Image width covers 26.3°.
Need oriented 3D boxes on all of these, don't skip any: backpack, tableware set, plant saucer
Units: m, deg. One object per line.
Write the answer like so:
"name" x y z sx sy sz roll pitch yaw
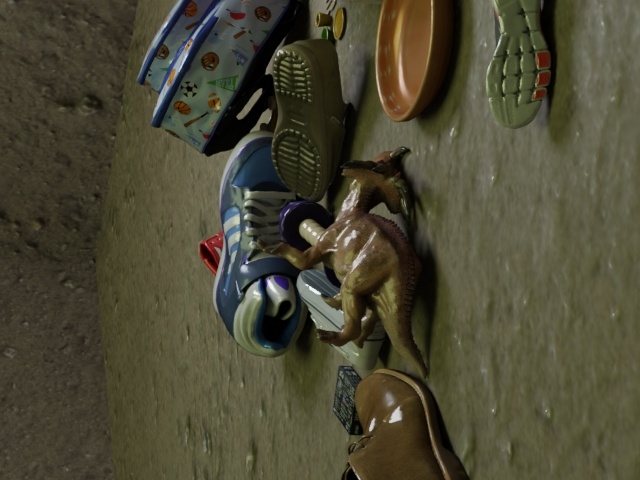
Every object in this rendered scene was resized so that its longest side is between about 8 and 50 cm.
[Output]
"backpack" -0.170 -0.281 2.186 0.276 0.213 0.263 117 174 -54
"tableware set" 0.021 -0.343 1.970 0.154 0.024 0.104 128 142 -62
"plant saucer" 0.112 -0.238 1.613 0.200 0.037 0.200 -177 90 -74

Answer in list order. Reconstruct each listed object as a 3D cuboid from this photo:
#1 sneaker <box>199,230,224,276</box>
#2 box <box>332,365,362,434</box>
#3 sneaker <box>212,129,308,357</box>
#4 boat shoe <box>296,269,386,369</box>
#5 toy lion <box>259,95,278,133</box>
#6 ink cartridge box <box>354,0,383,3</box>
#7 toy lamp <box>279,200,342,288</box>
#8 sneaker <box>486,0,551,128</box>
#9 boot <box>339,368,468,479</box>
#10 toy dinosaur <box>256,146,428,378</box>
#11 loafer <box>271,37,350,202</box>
"sneaker" -0.132 -0.028 2.239 0.087 0.128 0.221 124 145 -60
"box" 0.039 0.210 1.805 0.083 0.018 0.067 -135 51 -69
"sneaker" -0.069 0.015 2.053 0.236 0.130 0.322 -144 61 -62
"boat shoe" 0.019 0.102 1.781 0.226 0.083 0.075 -134 50 -67
"toy lion" -0.064 -0.180 2.221 0.100 0.034 0.096 111 148 -47
"ink cartridge box" 0.015 -0.447 1.698 0.115 0.198 0.272 -117 35 -60
"toy lamp" 0.000 0.000 1.879 0.274 0.080 0.080 -135 50 -69
"sneaker" 0.194 -0.184 1.326 0.065 0.061 0.157 16 -103 -79
"boot" 0.071 0.232 1.529 0.305 0.115 0.112 -118 34 -63
"toy dinosaur" 0.064 0.013 1.610 0.200 0.127 0.295 -44 50 13
"loafer" -0.006 -0.168 1.914 0.102 0.092 0.268 31 141 27
